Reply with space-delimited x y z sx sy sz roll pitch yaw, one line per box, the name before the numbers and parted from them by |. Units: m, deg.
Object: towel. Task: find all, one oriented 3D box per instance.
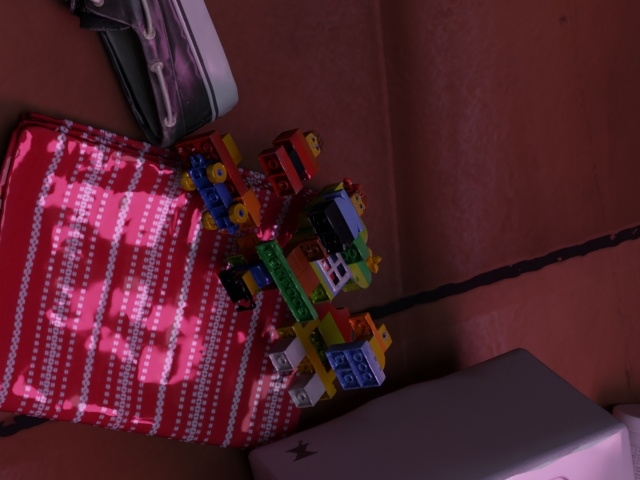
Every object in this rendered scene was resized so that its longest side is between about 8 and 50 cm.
towel | -0.109 0.037 1.089 0.274 0.031 0.199 14 93 -32

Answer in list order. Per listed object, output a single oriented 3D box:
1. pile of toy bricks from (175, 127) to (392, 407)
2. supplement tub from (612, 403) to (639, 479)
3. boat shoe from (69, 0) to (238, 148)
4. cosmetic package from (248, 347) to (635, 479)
pile of toy bricks | 0.000 0.000 1.077 0.105 0.118 0.212 -49 120 -46
supplement tub | 0.270 0.196 1.322 0.071 0.071 0.107 4 97 -31
boat shoe | -0.124 -0.161 1.014 0.070 0.077 0.219 -36 117 -22
cosmetic package | 0.121 0.337 1.169 0.230 0.161 0.453 -19 113 -16
